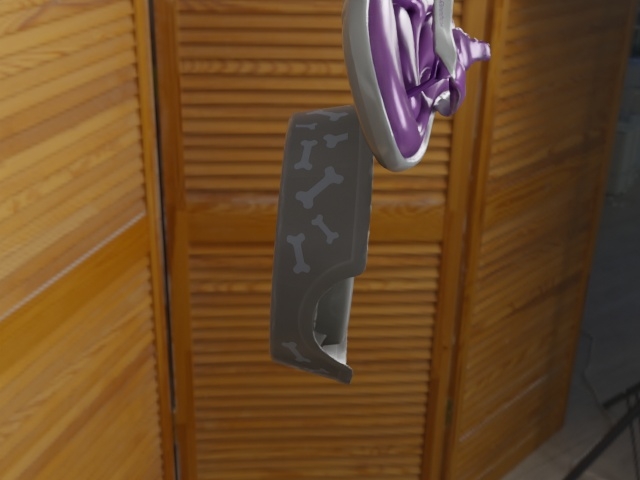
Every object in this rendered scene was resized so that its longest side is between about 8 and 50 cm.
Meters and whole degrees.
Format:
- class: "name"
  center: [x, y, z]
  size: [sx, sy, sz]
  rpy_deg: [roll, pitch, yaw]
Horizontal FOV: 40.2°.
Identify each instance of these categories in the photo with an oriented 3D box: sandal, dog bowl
- class: "sandal"
  center: [0.107, -0.189, 0.837]
  size: [0.102, 0.169, 0.416]
  rpy_deg: [-15, 17, 20]
- class: "dog bowl"
  center: [0.000, 0.000, 1.079]
  size: [0.102, 0.349, 0.349]
  rpy_deg: [5, 24, 0]
